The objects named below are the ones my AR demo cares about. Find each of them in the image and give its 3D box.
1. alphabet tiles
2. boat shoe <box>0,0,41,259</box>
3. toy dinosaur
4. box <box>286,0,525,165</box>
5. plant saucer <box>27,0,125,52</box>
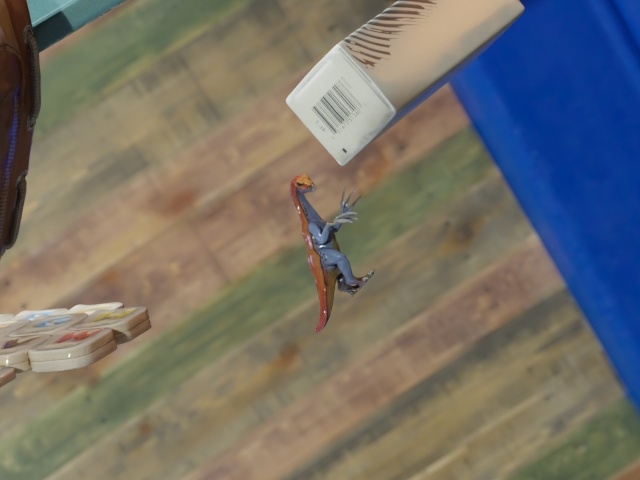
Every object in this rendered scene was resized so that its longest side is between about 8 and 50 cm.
[{"bbox_3d":[-0.294,0.092,1.523,0.284,0.021,0.278,-7,9,21],"label":"alphabet tiles"},{"bbox_3d":[-0.220,-0.023,1.038,0.116,0.123,0.324,-53,-9,-45],"label":"boat shoe"},{"bbox_3d":[0.000,0.000,1.179,0.090,0.082,0.047,-47,-2,-8],"label":"toy dinosaur"},{"bbox_3d":[0.092,-0.194,1.872,0.275,0.094,0.113,-41,-1,-46],"label":"box"},{"bbox_3d":[-0.113,-0.170,1.028,0.192,0.018,0.067,-30,56,10],"label":"plant saucer"}]
